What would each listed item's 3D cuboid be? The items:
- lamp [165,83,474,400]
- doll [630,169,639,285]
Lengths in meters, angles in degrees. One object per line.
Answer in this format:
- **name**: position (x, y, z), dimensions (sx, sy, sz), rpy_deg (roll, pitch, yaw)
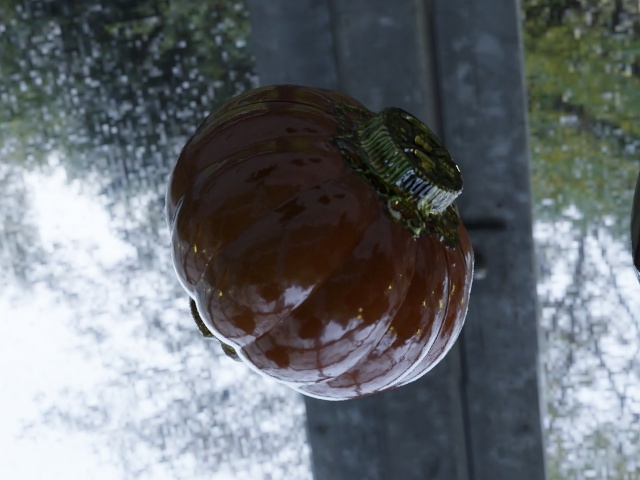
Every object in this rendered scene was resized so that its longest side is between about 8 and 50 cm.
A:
- **lamp**: position (0.000, 0.000, 0.854), dimensions (0.196, 0.223, 0.223), rpy_deg (-41, -173, 25)
- **doll**: position (0.304, 0.013, 0.571), dimensions (0.226, 0.370, 0.215), rpy_deg (-59, -166, -24)
